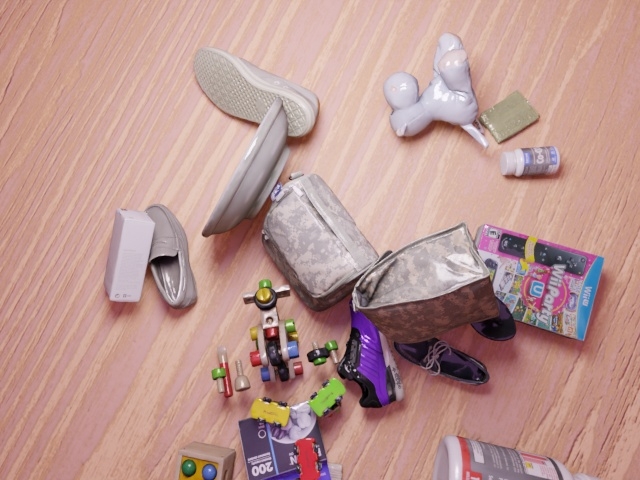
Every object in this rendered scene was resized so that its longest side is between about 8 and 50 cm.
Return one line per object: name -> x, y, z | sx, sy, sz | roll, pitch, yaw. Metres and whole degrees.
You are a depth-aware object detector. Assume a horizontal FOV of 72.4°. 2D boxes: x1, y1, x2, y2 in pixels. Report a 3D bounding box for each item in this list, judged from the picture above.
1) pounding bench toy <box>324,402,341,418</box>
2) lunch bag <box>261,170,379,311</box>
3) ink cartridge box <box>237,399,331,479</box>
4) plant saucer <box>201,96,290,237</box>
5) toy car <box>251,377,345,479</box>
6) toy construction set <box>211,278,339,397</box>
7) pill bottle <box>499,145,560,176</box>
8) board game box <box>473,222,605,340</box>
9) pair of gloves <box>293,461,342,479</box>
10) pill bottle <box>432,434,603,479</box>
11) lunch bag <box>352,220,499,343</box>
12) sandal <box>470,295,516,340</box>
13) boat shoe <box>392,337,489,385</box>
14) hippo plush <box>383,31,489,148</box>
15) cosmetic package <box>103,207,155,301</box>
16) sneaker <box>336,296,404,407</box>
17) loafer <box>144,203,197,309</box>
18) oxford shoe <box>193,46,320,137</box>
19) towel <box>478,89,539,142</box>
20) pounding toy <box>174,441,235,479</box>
pounding bench toy -> 0.032, 0.422, 1.161 | 0.083, 0.052, 0.065 | -37, 80, -2
lunch bag -> 0.000, 0.000, 1.106 | 0.212, 0.256, 0.305 | -31, 78, -24
ink cartridge box -> -0.093, 0.543, 1.125 | 0.206, 0.045, 0.208 | -14, 70, -8
plant saucer -> -0.170, -0.168, 1.125 | 0.100, 0.400, 0.400 | 28, 84, -14
toy car -> -0.026, 0.441, 1.104 | 0.225, 0.053, 0.239 | -42, 75, -8
toy construction set -> -0.156, 0.247, 1.149 | 0.309, 0.257, 0.237 | -26, 62, 16
pill bottle -> 0.574, -0.217, 1.205 | 0.137, 0.078, 0.078 | -4, 81, 4
board game box -> 0.543, 0.105, 1.148 | 0.303, 0.097, 0.224 | 17, 84, 7
pair of gloves -> -0.064, 0.676, 1.134 | 0.204, 0.042, 0.240 | 17, 83, 7
pill bottle -> 0.460, 0.600, 1.016 | 0.363, 0.210, 0.210 | 10, 82, 7
lunch bag -> 0.229, 0.116, 0.987 | 0.287, 0.235, 0.169 | -24, 53, 14
sandal -> 0.385, 0.138, 1.081 | 0.097, 0.054, 0.254 | -33, 75, 3
boat shoe -> 0.312, 0.310, 1.142 | 0.254, 0.079, 0.095 | 26, 84, 8
hippo plush -> 0.303, -0.397, 1.223 | 0.237, 0.234, 0.294 | -15, 120, 20
cosmetic package -> -0.527, 0.039, 1.200 | 0.117, 0.085, 0.231 | 31, 108, 50
sneaker -> 0.105, 0.295, 1.137 | 0.146, 0.102, 0.293 | -17, 79, -11
loafer -> -0.431, 0.038, 1.233 | 0.112, 0.111, 0.319 | -24, 79, 3
oxford shoe -> -0.188, -0.440, 1.291 | 0.449, 0.169, 0.130 | 30, 41, 16
towel -> 0.542, -0.355, 1.256 | 0.148, 0.027, 0.110 | -34, 80, -2
pounding toy -> -0.268, 0.639, 1.120 | 0.206, 0.094, 0.181 | 4, 81, 13
